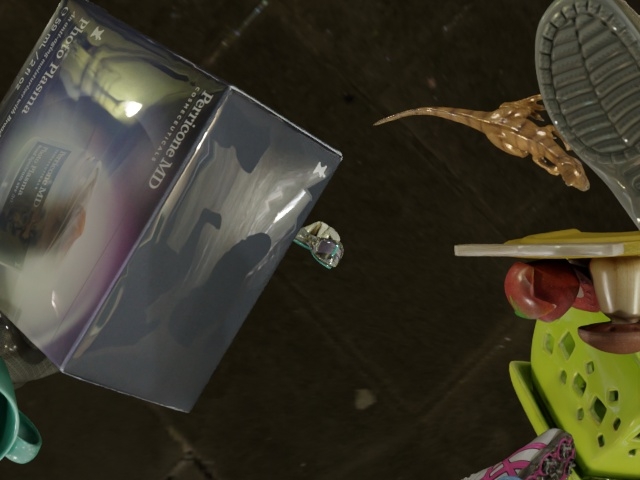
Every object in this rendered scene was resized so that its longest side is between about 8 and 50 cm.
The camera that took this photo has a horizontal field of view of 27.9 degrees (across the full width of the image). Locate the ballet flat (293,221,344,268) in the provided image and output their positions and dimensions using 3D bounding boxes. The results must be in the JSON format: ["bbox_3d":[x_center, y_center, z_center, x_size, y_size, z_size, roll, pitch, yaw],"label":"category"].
[{"bbox_3d":[0.000,0.000,1.449,0.041,0.114,0.041,-5,105,-18],"label":"ballet flat"}]

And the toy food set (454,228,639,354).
[{"bbox_3d":[0.181,0.030,0.795,0.128,0.218,0.071,-1,93,41],"label":"toy food set"}]

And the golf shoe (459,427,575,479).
[{"bbox_3d":[0.164,0.236,1.216,0.186,0.067,0.086,-40,41,-23],"label":"golf shoe"}]

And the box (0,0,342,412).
[{"bbox_3d":[-0.189,-0.043,1.254,0.294,0.183,0.296,33,93,41],"label":"box"}]

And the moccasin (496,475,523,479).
[{"bbox_3d":[0.074,0.194,0.739,0.138,0.342,0.116,-44,48,35],"label":"moccasin"}]

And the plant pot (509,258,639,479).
[{"bbox_3d":[0.362,0.171,1.483,0.207,0.227,0.228,-60,35,32],"label":"plant pot"}]

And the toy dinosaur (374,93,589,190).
[{"bbox_3d":[0.173,-0.110,1.231,0.212,0.112,0.064,23,110,30],"label":"toy dinosaur"}]

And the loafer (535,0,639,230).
[{"bbox_3d":[0.250,-0.088,1.000,0.094,0.087,0.251,-22,110,33],"label":"loafer"}]

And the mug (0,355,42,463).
[{"bbox_3d":[-0.356,0.160,1.237,0.129,0.157,0.097,-23,39,-8],"label":"mug"}]

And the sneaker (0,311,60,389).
[{"bbox_3d":[-0.298,0.080,1.669,0.202,0.483,0.185,-19,85,22],"label":"sneaker"}]
